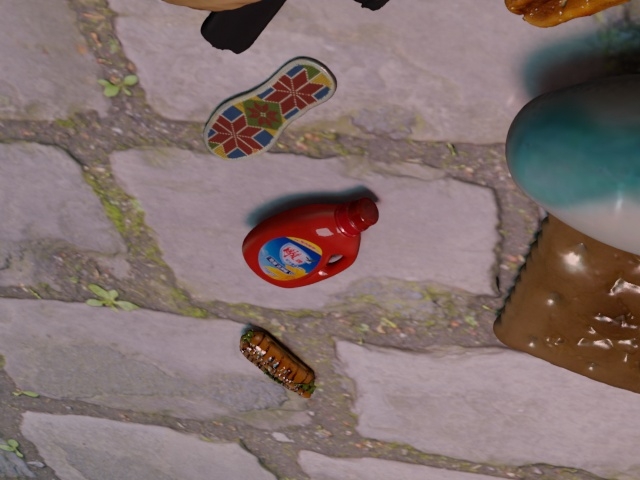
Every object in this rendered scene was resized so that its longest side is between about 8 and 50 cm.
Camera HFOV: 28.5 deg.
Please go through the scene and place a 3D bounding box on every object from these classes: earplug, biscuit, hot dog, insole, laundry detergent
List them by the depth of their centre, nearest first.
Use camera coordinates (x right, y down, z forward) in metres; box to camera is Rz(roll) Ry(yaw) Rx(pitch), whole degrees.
[{"bbox_3d":[0.190,-0.190,0.913,0.062,0.038,0.144,28,158,-27],"label":"hot dog"},{"bbox_3d":[0.299,-0.053,0.961,0.324,0.185,0.185,13,145,25],"label":"earplug"},{"bbox_3d":[0.296,0.045,1.179,0.217,0.044,0.325,19,144,2],"label":"biscuit"},{"bbox_3d":[-0.052,-0.119,1.179,0.065,0.006,0.193,37,143,-21],"label":"insole"},{"bbox_3d":[0.000,0.000,1.271,0.097,0.049,0.165,34,142,-28],"label":"laundry detergent"},{"bbox_3d":[-0.052,0.149,1.505,0.122,0.037,0.049,42,143,-23],"label":"hot dog"}]

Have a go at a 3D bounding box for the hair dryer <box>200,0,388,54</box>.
[{"bbox_3d":[-0.046,-0.218,0.988,0.197,0.089,0.251,28,151,-9],"label":"hair dryer"}]

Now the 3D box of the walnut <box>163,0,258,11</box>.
[{"bbox_3d":[-0.023,-0.295,0.666,0.381,0.381,0.381,14,144,11],"label":"walnut"}]
